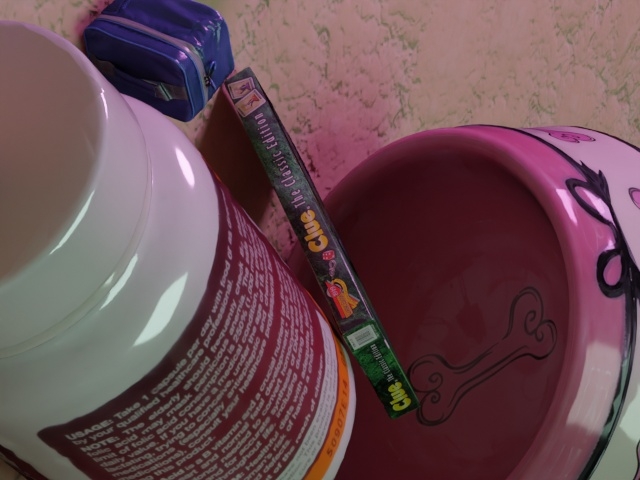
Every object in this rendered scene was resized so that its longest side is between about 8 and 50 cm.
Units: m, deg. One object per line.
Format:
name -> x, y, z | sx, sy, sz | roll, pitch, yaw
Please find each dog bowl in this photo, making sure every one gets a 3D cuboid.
dog bowl -> 0.120, 0.089, 1.595 | 0.150, 0.408, 0.408 | 16, 90, -44

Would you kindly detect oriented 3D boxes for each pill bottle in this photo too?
pill bottle -> -0.139, 0.043, 1.251 | 0.224, 0.224, 0.392 | -64, 151, -17

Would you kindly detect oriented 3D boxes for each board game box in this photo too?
board game box -> 0.000, 0.000, 1.492 | 0.030, 0.259, 0.136 | -25, 143, 0

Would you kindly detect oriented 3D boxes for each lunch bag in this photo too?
lunch bag -> -0.109, -0.124, 1.348 | 0.065, 0.098, 0.067 | -52, 150, -30
